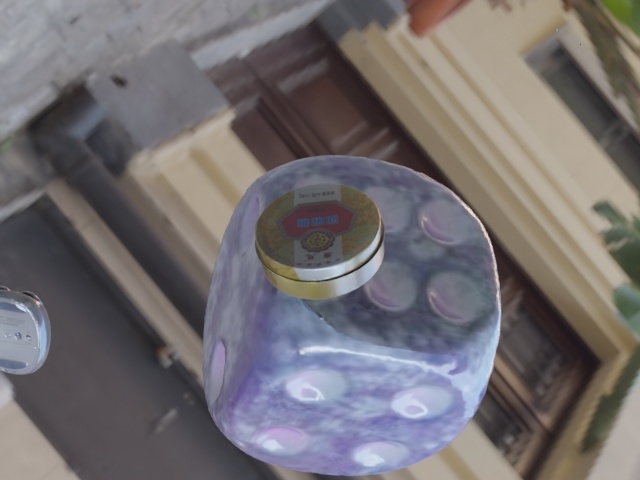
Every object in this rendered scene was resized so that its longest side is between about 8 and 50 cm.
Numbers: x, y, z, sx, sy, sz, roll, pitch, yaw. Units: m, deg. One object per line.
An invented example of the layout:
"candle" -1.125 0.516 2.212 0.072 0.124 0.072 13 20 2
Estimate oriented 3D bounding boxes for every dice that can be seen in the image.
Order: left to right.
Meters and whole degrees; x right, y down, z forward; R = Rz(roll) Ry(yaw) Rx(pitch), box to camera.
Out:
"dice" 0.027 0.086 1.457 0.271 0.270 0.270 120 -26 -47

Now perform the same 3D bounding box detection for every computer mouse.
"computer mouse" -0.273 0.078 1.173 0.039 0.066 0.096 -75 174 -56

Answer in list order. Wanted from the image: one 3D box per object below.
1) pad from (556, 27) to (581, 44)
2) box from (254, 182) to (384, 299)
"pad" 0.128 -0.258 0.691 0.063 0.315 0.375 -16 -162 -15
"box" 0.000 0.000 1.057 0.105 0.105 0.037 -39 140 -27
